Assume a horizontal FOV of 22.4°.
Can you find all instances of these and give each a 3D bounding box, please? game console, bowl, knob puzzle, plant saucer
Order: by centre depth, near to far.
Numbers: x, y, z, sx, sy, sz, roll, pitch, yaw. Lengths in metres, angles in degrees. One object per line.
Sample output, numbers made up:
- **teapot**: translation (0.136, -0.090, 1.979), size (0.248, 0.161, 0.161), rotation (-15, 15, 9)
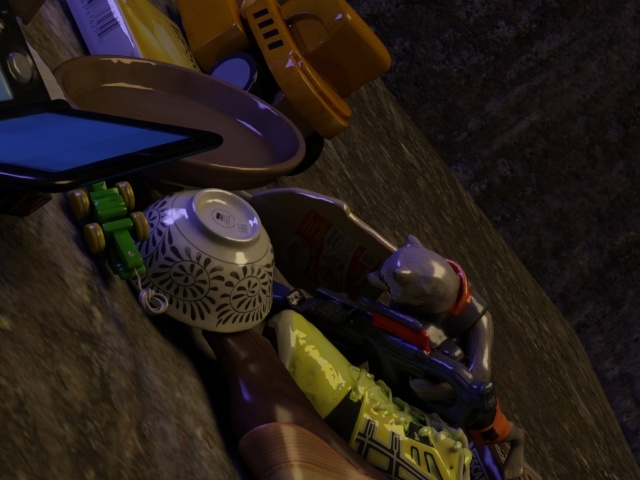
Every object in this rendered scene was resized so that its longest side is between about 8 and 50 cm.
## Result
- **game console**: translation (-0.244, -0.142, 1.252), size (0.250, 0.173, 0.293), rotation (67, 23, -1)
- **bowl**: translation (-0.107, 0.002, 1.591), size (0.170, 0.080, 0.170), rotation (20, 37, -16)
- **plant saucer**: translation (-0.152, -0.123, 1.713), size (0.277, 0.041, 0.278), rotation (17, 23, -7)
- **knob puzzle**: translation (0.000, 0.000, 1.926), size (0.213, 0.213, 0.030), rotation (52, 53, -19)

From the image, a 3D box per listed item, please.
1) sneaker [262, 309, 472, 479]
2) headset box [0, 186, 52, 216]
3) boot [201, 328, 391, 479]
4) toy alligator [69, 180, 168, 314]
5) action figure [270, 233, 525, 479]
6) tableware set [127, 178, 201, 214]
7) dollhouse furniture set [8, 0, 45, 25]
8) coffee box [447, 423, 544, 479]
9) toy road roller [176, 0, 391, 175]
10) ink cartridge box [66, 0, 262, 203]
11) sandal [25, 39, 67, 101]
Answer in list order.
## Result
- **sneaker**: translation (0.078, 0.223, 1.759), size (0.385, 0.147, 0.145), rotation (53, 14, -7)
- **headset box**: translation (-0.271, -0.056, 1.395), size (0.062, 0.032, 0.083), rotation (59, 11, 12)
- **boot**: translation (-0.012, 0.186, 1.629), size (0.248, 0.090, 0.207), rotation (31, 29, -56)
- **toy alligator**: translation (-0.190, 0.005, 1.519), size (0.190, 0.056, 0.051), rotation (62, -27, 27)
- **action figure**: translation (0.104, 0.114, 1.887), size (0.341, 0.178, 0.330), rotation (29, -30, 30)
- **tableware set**: translation (-0.139, 0.007, 1.738), size (0.194, 0.039, 0.128), rotation (13, 56, -64)
- **dollhouse furniture set**: translation (-0.334, -0.344, 1.700), size (0.151, 0.144, 0.123), rotation (32, 18, -29)
- **coffee box**: translation (0.242, 0.370, 2.075), size (0.297, 0.119, 0.168), rotation (45, 17, -43)
- **toy road roller**: translation (-0.045, -0.279, 2.355), size (0.202, 0.240, 0.330), rotation (44, 17, -46)
- **ink cartridge box**: translation (-0.170, -0.162, 1.988), size (0.304, 0.072, 0.307), rotation (62, 15, 24)
- **sandal**: translation (-0.321, -0.180, 1.432), size (0.265, 0.076, 0.102), rotation (60, 30, -10)
